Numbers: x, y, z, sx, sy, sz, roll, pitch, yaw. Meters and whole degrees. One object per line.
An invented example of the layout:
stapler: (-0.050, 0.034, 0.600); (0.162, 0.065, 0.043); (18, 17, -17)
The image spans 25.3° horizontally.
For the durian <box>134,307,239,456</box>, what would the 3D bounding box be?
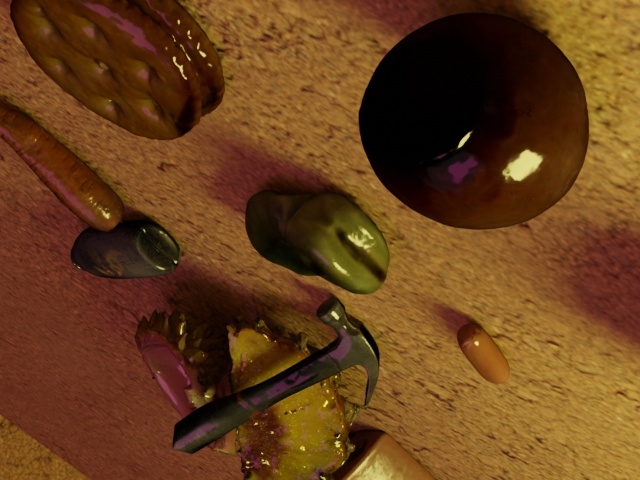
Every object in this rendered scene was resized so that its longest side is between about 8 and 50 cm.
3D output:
durian: (-0.165, 0.166, 1.934); (0.191, 0.112, 0.341); (52, 166, 23)

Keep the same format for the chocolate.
chocolate: (0.120, -0.084, 1.034); (0.176, 0.177, 0.177); (29, 157, 14)

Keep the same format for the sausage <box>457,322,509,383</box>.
sausage: (0.171, 0.120, 1.492); (0.034, 0.034, 0.083); (10, 148, 45)

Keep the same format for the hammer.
hammer: (-0.056, 0.185, 1.703); (0.290, 0.037, 0.137); (-31, 113, 21)

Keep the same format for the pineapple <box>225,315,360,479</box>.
pineapple: (-0.029, 0.216, 1.835); (0.161, 0.158, 0.335); (-7, 112, 2)

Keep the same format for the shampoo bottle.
shampoo bottle: (-0.261, 0.014, 1.852); (0.087, 0.049, 0.233); (47, 155, -22)

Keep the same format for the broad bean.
broad bean: (-0.002, 0.002, 1.472); (0.153, 0.072, 0.206); (44, 167, -16)

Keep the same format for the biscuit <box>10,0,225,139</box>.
biscuit: (-0.193, -0.182, 1.353); (0.220, 0.066, 0.220); (28, 157, 13)

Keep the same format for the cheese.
cheese: (0.067, 0.339, 1.982); (0.177, 0.203, 0.128); (-34, 109, 33)

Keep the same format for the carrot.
carrot: (-0.333, -0.102, 1.723); (0.248, 0.059, 0.059); (44, 156, -15)
